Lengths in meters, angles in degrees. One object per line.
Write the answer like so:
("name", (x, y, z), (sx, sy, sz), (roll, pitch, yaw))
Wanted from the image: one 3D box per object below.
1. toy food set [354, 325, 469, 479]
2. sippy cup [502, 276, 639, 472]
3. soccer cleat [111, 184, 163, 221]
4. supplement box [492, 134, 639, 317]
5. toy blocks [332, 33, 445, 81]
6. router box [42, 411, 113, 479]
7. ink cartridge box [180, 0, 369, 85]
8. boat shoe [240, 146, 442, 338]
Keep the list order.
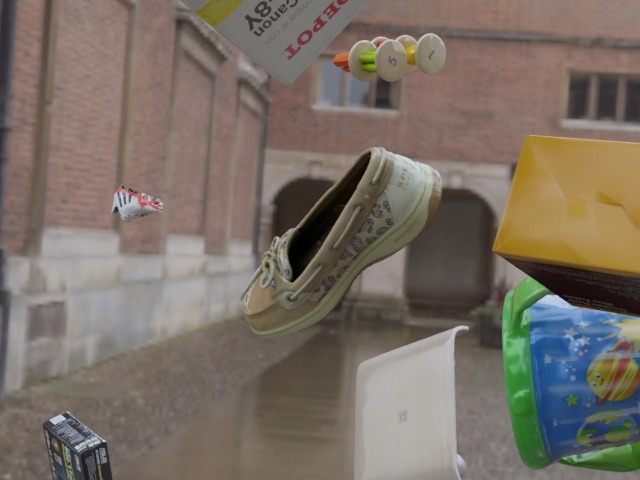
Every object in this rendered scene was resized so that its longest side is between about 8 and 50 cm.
("toy food set", (0.169, 0.314, 2.033), (0.219, 0.306, 0.092), (-24, -38, 38))
("sippy cup", (0.363, 0.166, 1.518), (0.224, 0.240, 0.305), (-8, -17, 17))
("soccer cleat", (-0.196, -0.034, 1.264), (0.029, 0.036, 0.083), (21, -1, -44))
("supplement box", (0.315, -0.006, 1.209), (0.191, 0.129, 0.194), (9, -14, 40))
("toy blocks", (0.072, -0.240, 1.567), (0.123, 0.054, 0.148), (-15, 14, -36))
("router box", (-0.287, 0.279, 1.424), (0.038, 0.122, 0.092), (-24, 31, -35))
("ink cartridge box", (-0.079, -0.381, 1.237), (0.384, 0.279, 0.160), (35, 14, -49))
("boat shoe", (0.000, 0.000, 1.209), (0.089, 0.105, 0.285), (27, -52, -29))
